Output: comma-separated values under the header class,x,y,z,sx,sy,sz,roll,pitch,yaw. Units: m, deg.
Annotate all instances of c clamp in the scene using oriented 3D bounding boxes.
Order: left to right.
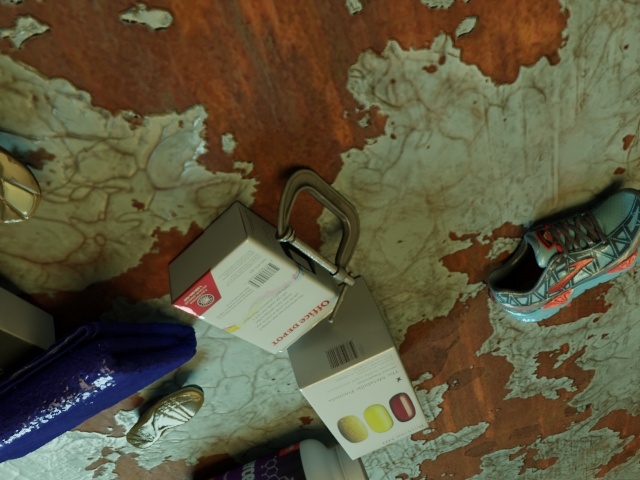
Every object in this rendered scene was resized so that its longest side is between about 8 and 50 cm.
class,x,y,z,sx,sy,sz,roll,pitch,yaw
c clamp,0.000,0.000,0.651,0.161,0.022,0.137,44,62,-37

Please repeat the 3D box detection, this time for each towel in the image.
class,x,y,z,sx,sy,sz,roll,pitch,yaw
towel,-0.321,0.187,0.672,0.308,0.076,0.228,-30,171,7

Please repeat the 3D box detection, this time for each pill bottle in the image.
class,x,y,z,sx,sy,sz,roll,pitch,yaw
pill bottle,-0.071,0.473,0.988,0.323,0.181,0.181,-22,134,-2

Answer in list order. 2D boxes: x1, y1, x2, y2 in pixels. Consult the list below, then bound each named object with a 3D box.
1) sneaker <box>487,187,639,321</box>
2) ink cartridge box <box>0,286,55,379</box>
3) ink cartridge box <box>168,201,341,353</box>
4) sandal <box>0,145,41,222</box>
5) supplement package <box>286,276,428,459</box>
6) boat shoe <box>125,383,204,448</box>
class,x,y,z,sx,sy,sz,roll,pitch,yaw
sneaker,0.356,0.018,0.802,0.125,0.104,0.262,28,116,-35
ink cartridge box,-0.423,0.069,0.524,0.165,0.065,0.332,-24,148,1
ink cartridge box,-0.078,0.054,0.688,0.127,0.072,0.175,-40,132,15
sandal,-0.338,-0.079,0.496,0.180,0.049,0.072,25,113,-19
supplement package,0.054,0.196,0.822,0.139,0.133,0.244,-25,134,2
boat shoe,-0.230,0.251,0.823,0.152,0.049,0.056,-36,114,18
